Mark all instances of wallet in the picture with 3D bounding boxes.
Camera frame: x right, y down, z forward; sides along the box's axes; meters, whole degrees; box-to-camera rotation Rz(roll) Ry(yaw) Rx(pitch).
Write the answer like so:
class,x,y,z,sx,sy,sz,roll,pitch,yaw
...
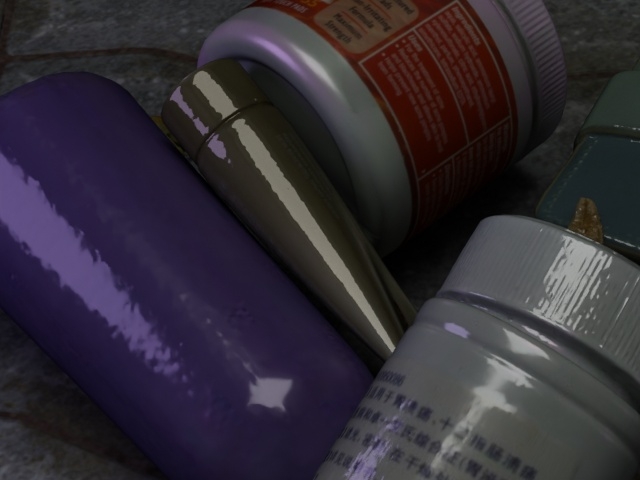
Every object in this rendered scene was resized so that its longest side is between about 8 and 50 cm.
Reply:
class,x,y,z,sx,sy,sz,roll,pitch,yaw
wallet,0.362,-0.081,1.614,0.252,0.083,0.360,20,52,23

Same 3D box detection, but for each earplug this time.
class,x,y,z,sx,sy,sz,roll,pitch,yaw
earplug,-0.121,0.066,1.444,0.215,0.215,0.456,-30,52,-22

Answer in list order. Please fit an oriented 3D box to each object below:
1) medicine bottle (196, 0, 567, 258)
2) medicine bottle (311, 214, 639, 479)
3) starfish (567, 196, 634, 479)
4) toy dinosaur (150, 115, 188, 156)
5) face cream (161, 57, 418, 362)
class,x,y,z,sx,sy,sz,roll,pitch,yaw
medicine bottle,0.051,-0.132,1.582,0.241,0.252,0.252,-34,50,-27
medicine bottle,0.110,0.160,1.234,0.190,0.190,0.332,28,80,30
starfish,0.202,0.081,1.462,0.236,0.062,0.277,-14,61,17
toy dinosaur,-0.156,-0.113,1.740,0.126,0.039,0.162,21,49,27
face cream,0.000,0.000,1.434,0.084,0.137,0.341,-42,73,11
